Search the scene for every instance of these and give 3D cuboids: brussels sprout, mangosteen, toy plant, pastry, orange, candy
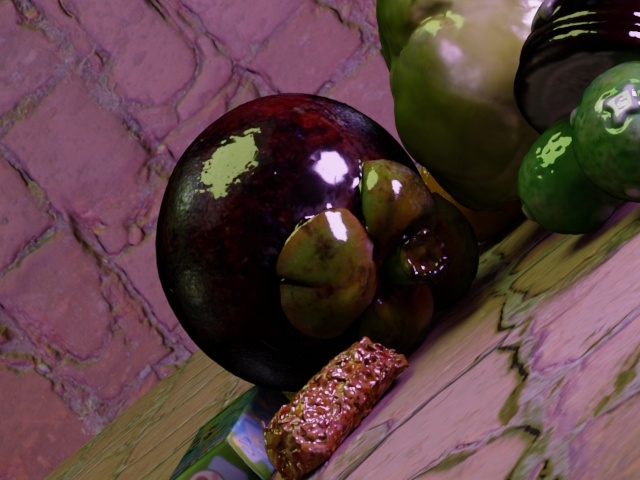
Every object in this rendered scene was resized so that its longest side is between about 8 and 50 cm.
[{"bbox_3d":[0.185,-0.155,1.860,0.243,0.316,0.273,-40,32,3],"label":"brussels sprout"},{"bbox_3d":[-0.011,-0.004,1.859,0.300,0.300,0.300,-40,4,3],"label":"mangosteen"},{"bbox_3d":[0.251,-0.112,1.622,0.218,0.175,0.235,-47,25,56],"label":"toy plant"},{"bbox_3d":[0.010,0.140,1.688,0.169,0.063,0.087,-45,4,-40],"label":"pastry"},{"bbox_3d":[0.168,-0.062,2.054,0.135,0.117,0.135,-37,11,8],"label":"orange"},{"bbox_3d":[-0.084,0.207,1.847,0.097,0.062,0.194,-39,5,16],"label":"candy"}]

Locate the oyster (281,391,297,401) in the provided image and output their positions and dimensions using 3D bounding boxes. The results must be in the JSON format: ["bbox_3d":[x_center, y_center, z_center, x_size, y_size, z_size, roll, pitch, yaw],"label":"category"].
[{"bbox_3d":[-0.061,0.177,2.062,0.146,0.045,0.121,-47,7,3],"label":"oyster"}]
